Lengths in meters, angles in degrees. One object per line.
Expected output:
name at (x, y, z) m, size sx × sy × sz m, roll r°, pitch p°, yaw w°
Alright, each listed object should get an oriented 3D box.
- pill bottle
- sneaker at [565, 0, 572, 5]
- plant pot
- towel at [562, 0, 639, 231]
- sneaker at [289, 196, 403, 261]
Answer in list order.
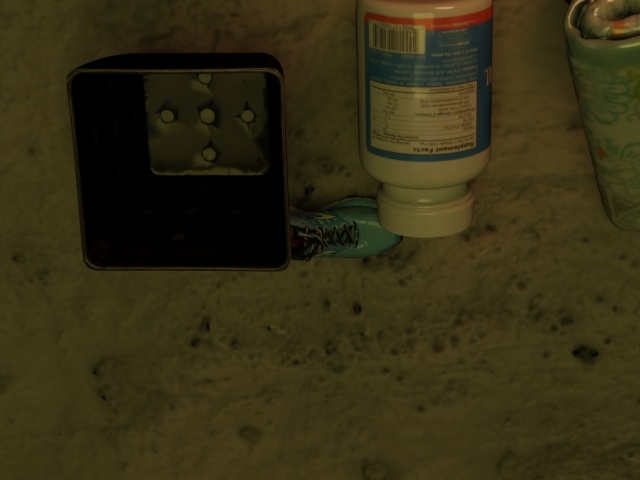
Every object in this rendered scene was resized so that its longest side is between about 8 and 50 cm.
pill bottle at (0.095, -0.121, 1.399) m, size 0.124 × 0.124 × 0.221 m, roll 0°, pitch 113°, yaw 5°
sneaker at (0.345, -0.236, 1.342) m, size 0.267 × 0.106 × 0.101 m, roll -4°, pitch 113°, yaw 8°
plant pot at (-0.116, -0.091, 1.405) m, size 0.187 × 0.167 × 0.188 m, roll 0°, pitch 113°, yaw 4°
towel at (0.409, -0.138, 1.302) m, size 0.374 × 0.090 × 0.320 m, roll -14°, pitch 145°, yaw 10°
sneaker at (0.000, 0.000, 1.483) m, size 0.162 × 0.073 × 0.063 m, roll -3°, pitch 112°, yaw 6°
